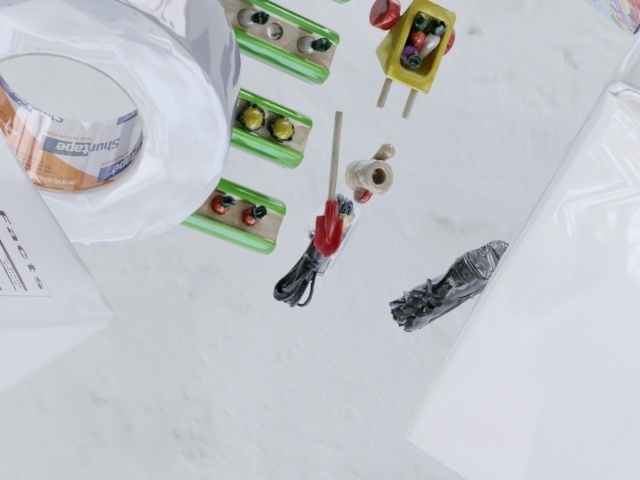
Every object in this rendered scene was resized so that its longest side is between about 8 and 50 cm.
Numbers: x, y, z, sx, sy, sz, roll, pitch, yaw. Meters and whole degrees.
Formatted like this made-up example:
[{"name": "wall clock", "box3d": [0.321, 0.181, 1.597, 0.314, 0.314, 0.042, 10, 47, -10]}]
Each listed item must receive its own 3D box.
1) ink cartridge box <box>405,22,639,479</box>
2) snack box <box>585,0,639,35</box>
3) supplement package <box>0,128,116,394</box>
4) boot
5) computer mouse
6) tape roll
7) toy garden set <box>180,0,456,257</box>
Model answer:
[{"name": "ink cartridge box", "box3d": [0.225, -0.066, 0.641, 0.166, 0.285, 0.395, 31, -124, 8]}, {"name": "snack box", "box3d": [0.251, -0.237, 0.986, 0.174, 0.070, 0.207, -34, -142, 2]}, {"name": "supplement package", "box3d": [-0.240, 0.009, 0.596, 0.177, 0.293, 0.175, -33, -97, 5]}, {"name": "boot", "box3d": [0.126, 0.045, 1.294, 0.099, 0.121, 0.045, -38, -107, 32]}, {"name": "computer mouse", "box3d": [0.000, 0.000, 1.275, 0.042, 0.193, 0.106, 27, -83, 3]}, {"name": "tape roll", "box3d": [-0.162, -0.095, 0.887, 0.219, 0.219, 0.072, -4, -136, 9]}, {"name": "toy garden set", "box3d": [-0.002, -0.106, 1.039, 0.049, 0.203, 0.244, 8, -101, 58]}]
